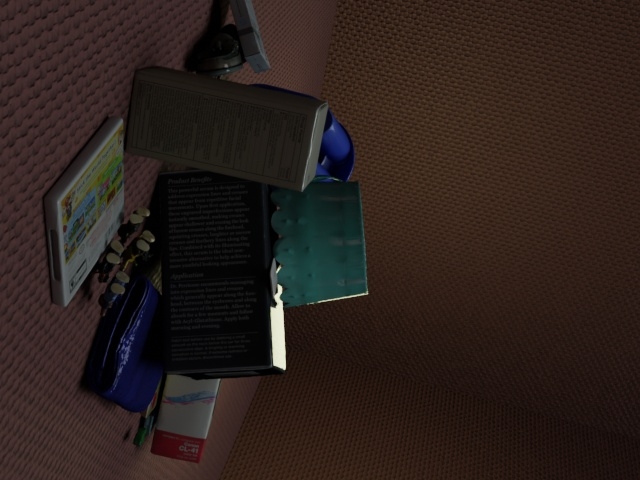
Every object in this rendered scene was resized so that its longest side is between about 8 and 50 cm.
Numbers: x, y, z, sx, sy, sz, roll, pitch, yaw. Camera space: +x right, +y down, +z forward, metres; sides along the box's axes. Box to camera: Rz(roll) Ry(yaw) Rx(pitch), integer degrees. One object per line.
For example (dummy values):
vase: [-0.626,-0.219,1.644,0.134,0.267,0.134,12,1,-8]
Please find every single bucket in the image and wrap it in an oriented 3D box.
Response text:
bucket: [0.000,0.000,1.881,0.281,0.183,0.281,-4,90,-89]

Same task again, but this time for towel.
towel: [-0.363,0.206,1.740,0.308,0.076,0.228,83,25,-72]

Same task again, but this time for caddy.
caddy: [-0.091,-0.210,2.059,0.241,0.341,0.179,-66,158,-14]

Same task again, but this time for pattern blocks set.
pattern blocks set: [-0.372,0.295,2.033,0.285,0.026,0.325,107,-4,-87]

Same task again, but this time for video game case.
video game case: [-0.354,-0.047,1.372,0.227,0.026,0.206,-69,171,-49]

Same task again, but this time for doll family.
doll family: [-0.333,0.036,1.507,0.111,0.076,0.193,-31,-156,54]

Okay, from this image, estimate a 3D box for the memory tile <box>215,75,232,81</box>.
memory tile: [-0.229,-0.319,2.058,0.148,0.012,0.113,-20,123,-83]

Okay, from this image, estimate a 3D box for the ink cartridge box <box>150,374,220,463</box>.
ink cartridge box: [-0.306,0.345,2.181,0.226,0.131,0.306,-88,-166,-75]

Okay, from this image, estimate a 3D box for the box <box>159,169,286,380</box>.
box: [-0.193,0.077,1.836,0.293,0.212,0.395,76,11,-78]

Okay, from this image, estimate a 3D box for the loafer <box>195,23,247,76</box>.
loafer: [-0.204,-0.387,1.831,0.267,0.096,0.084,-82,164,-72]

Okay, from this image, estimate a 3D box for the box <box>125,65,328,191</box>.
box: [-0.155,-0.191,1.520,0.121,0.311,0.148,-60,163,-73]

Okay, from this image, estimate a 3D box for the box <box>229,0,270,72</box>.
box: [-0.154,-0.455,1.877,0.145,0.038,0.186,20,55,-85]

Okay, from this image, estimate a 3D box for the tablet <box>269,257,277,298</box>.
tablet: [-0.089,0.071,1.718,0.083,0.006,0.054,-86,171,-70]
